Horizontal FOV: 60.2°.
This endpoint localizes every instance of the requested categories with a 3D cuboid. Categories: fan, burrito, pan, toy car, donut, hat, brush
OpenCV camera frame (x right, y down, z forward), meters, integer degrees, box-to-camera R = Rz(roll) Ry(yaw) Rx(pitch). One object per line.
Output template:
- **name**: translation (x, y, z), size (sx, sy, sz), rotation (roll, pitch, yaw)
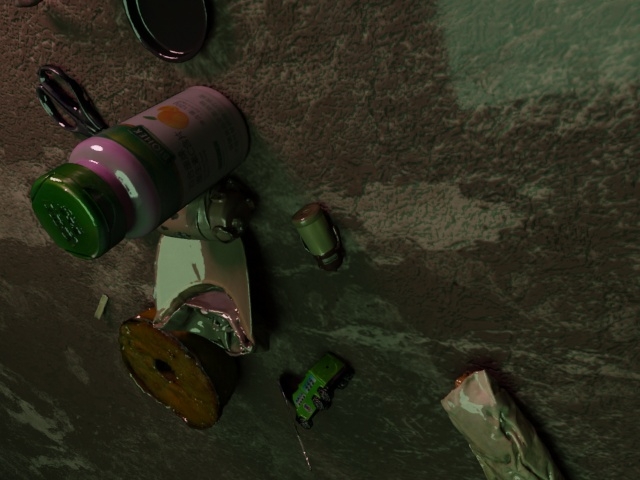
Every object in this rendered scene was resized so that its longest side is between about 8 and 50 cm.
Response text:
- **fan**: translation (-0.049, 0.335, 1.010), size (0.113, 0.005, 0.175), rotation (86, 162, -58)
- **burrito**: translation (0.299, 0.349, 0.826), size (0.117, 0.076, 0.392), rotation (-23, 108, 42)
- **pan**: translation (-0.200, -0.337, 0.676), size (0.136, 0.028, 0.235), rotation (13, 131, 24)
- **toy car**: translation (-0.005, 0.265, 0.966), size (0.062, 0.071, 0.165), rotation (41, 137, 15)
- **donut**: translation (-0.278, 0.240, 1.105), size (0.272, 0.107, 0.272), rotation (17, 125, 26)
- **hat**: translation (-0.165, 0.084, 0.942), size (0.214, 0.149, 0.244), rotation (10, 90, 27)
- **brush**: translation (-0.484, 0.145, 1.223), size (0.016, 0.013, 0.083), rotation (35, 127, 0)

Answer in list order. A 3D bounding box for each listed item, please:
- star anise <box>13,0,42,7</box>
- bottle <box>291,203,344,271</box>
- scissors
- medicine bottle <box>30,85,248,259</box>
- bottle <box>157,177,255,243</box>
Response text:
- **star anise**: translation (-0.361, -0.467, 0.634), size (0.359, 0.139, 0.315), rotation (3, 117, 49)
- **bottle**: translation (-0.001, 0.000, 0.788), size (0.063, 0.047, 0.101), rotation (17, 141, 59)
- **scissors**: translation (-0.347, -0.165, 0.903), size (0.300, 0.022, 0.109), rotation (41, 138, -1)
- **medicine bottle**: translation (-0.217, -0.090, 0.698), size (0.133, 0.274, 0.133), rotation (18, 131, 22)
- **bottle**: translation (-0.166, -0.044, 0.827), size (0.152, 0.099, 0.099), rotation (6, 125, 27)
